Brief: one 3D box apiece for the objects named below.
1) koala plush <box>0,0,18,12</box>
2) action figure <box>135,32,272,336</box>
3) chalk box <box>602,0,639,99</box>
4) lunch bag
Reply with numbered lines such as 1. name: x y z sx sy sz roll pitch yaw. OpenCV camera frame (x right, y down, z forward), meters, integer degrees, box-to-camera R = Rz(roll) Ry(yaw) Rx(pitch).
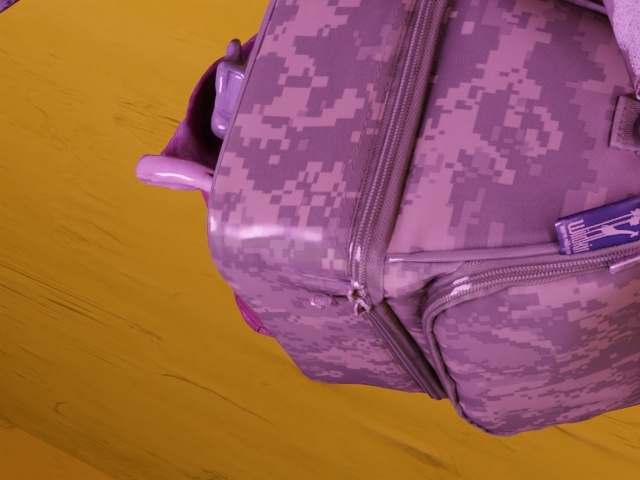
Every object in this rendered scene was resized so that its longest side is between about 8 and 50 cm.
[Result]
1. koala plush: -0.237 -0.297 1.219 0.221 0.203 0.196 55 153 -13
2. action figure: 0.000 0.000 1.366 0.248 0.276 0.370 26 143 9
3. chalk box: 0.188 -0.197 0.791 0.132 0.132 0.213 98 158 -68
4. lunch bag: 0.103 -0.017 0.965 0.256 0.213 0.305 9 161 16
